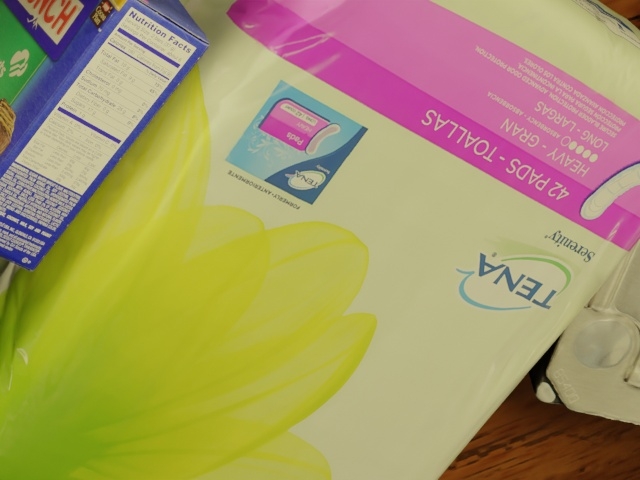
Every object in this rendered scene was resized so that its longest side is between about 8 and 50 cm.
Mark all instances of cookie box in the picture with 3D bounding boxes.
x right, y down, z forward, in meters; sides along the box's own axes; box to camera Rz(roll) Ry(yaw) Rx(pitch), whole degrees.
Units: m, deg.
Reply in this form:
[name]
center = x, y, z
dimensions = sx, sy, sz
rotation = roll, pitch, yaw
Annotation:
[cookie box]
center = -0.101, -0.060, 0.529
dimensions = 0.040, 0.092, 0.107
rotation = 28, 107, -41

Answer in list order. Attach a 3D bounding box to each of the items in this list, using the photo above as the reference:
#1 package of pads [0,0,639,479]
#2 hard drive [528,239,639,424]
[package of pads]
center = 0.000, 0.000, 0.617
dimensions = 0.229, 0.101, 0.296
rotation = 26, 110, -36
[hard drive]
center = 0.260, -0.047, 0.686
dimensions = 0.236, 0.064, 0.339
rotation = 14, 119, -9
